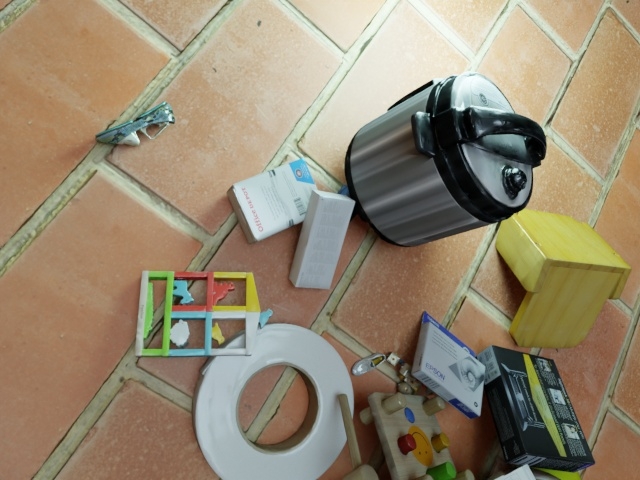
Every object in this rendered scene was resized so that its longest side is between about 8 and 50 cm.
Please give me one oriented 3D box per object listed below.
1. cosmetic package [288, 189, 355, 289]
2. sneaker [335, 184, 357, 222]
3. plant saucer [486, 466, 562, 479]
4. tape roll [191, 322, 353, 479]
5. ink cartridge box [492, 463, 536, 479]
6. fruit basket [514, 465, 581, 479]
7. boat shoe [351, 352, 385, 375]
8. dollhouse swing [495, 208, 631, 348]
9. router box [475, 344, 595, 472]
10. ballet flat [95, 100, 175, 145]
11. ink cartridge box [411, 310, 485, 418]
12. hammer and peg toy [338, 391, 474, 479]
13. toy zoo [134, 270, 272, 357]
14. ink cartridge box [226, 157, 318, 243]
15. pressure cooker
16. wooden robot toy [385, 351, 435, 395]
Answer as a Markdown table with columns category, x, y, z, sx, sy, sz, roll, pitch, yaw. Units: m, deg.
| category | x | y | z | sx | sy | sz | roll | pitch | yaw |
| --- | --- | --- | --- | --- | --- | --- | --- | --- | --- |
| cosmetic package | 0.000 | 0.000 | 1.200 | 0.099 | 0.060 | 0.239 | 7 | 109 | -29 |
| sneaker | 0.027 | -0.059 | 1.285 | 0.209 | 0.082 | 0.069 | -51 | 145 | -6 |
| plant saucer | 0.512 | 0.694 | 1.139 | 0.311 | 0.050 | 0.310 | -3 | 52 | 4 |
| tape roll | -0.108 | 0.391 | 1.153 | 0.392 | 0.072 | 0.392 | 3 | 81 | -21 |
| ink cartridge box | 0.431 | 0.647 | 1.115 | 0.225 | 0.056 | 0.181 | -11 | 61 | -27 |
| fruit basket | 0.613 | 0.741 | 1.342 | 0.392 | 0.283 | 0.392 | 25 | 31 | -16 |
| boat shoe | 0.129 | 0.327 | 1.279 | 0.100 | 0.035 | 0.035 | -20 | 91 | -24 |
| dollhouse swing | 0.711 | 0.123 | 1.537 | 0.347 | 0.305 | 0.315 | 5 | 39 | -21 |
| router box | 0.585 | 0.461 | 1.344 | 0.243 | 0.081 | 0.308 | 16 | 44 | -19 |
| ballet flat | -0.420 | -0.256 | 1.123 | 0.188 | 0.070 | 0.070 | -34 | 96 | -20 |
| ink cartridge box | 0.354 | 0.326 | 1.315 | 0.223 | 0.045 | 0.224 | 38 | 43 | -13 |
| hammer and peg toy | 0.194 | 0.475 | 1.134 | 0.361 | 0.127 | 0.266 | 22 | 41 | -42 |
| toy zoo | -0.256 | 0.165 | 1.096 | 0.293 | 0.030 | 0.192 | 1 | 69 | -12 |
| ink cartridge box | -0.111 | -0.098 | 1.212 | 0.203 | 0.086 | 0.148 | -24 | 94 | -23 |
| pressure cooker | 0.319 | -0.194 | 1.187 | 0.375 | 0.420 | 0.370 | 51 | 50 | -17 |
| wooden robot toy | 0.233 | 0.381 | 1.299 | 0.173 | 0.076 | 0.079 | 42 | 80 | -11 |
